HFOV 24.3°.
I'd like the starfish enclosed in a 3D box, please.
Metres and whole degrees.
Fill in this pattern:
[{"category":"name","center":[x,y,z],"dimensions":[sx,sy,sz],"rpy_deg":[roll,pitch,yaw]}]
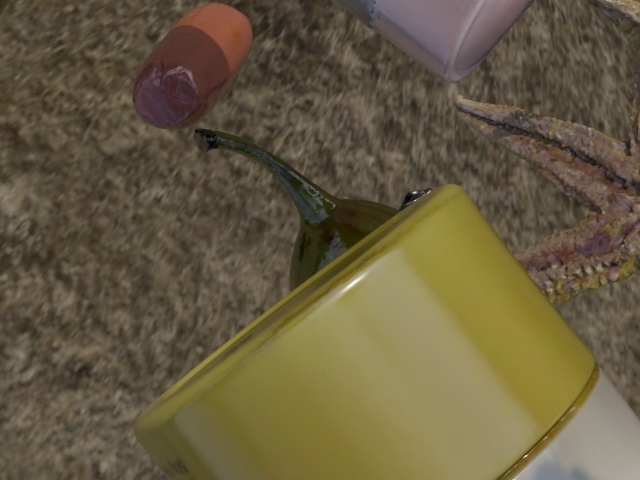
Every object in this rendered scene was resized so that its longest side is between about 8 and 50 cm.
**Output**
[{"category":"starfish","center":[0.262,-0.036,1.401],"dimensions":[0.384,0.132,0.398],"rpy_deg":[-10,80,38]}]

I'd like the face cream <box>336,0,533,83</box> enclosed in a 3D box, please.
[{"category":"face cream","center":[0.008,-0.205,0.859],"dimensions":[0.269,0.073,0.107],"rpy_deg":[40,97,21]}]

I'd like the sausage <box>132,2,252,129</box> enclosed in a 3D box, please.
[{"category":"sausage","center":[-0.093,-0.133,1.117],"dimensions":[0.062,0.154,0.062],"rpy_deg":[6,119,11]}]

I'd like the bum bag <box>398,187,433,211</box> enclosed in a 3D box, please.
[{"category":"bum bag","center":[0.100,-0.014,1.469],"dimensions":[0.058,0.124,0.034],"rpy_deg":[-30,60,5]}]

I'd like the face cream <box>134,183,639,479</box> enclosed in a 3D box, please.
[{"category":"face cream","center":[0.039,0.103,0.784],"dimensions":[0.218,0.218,0.179],"rpy_deg":[-37,91,17]}]

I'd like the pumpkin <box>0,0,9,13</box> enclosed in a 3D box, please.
[{"category":"pumpkin","center":[-0.132,-0.116,0.416],"dimensions":[0.110,0.217,0.217],"rpy_deg":[15,111,15]}]

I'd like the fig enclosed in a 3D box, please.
[{"category":"fig","center":[0.000,0.000,1.024],"dimensions":[0.124,0.124,0.236],"rpy_deg":[-38,107,17]}]
